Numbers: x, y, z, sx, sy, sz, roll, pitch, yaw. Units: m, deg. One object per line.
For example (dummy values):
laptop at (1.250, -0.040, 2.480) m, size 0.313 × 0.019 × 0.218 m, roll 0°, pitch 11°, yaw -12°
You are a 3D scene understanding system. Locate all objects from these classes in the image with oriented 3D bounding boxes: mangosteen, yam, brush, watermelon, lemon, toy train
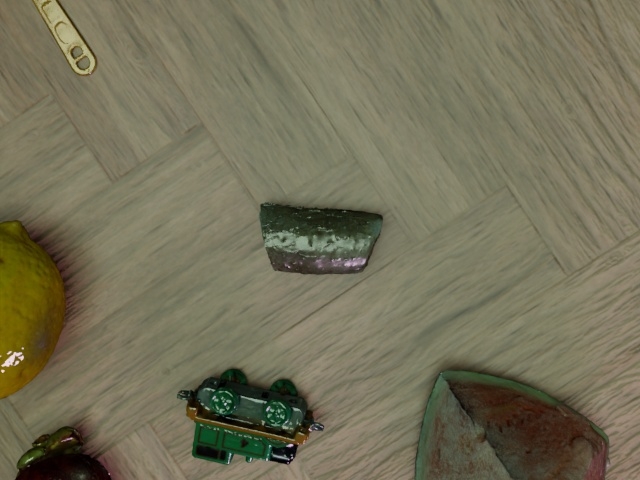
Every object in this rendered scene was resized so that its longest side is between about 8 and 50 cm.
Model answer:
mangosteen at (-0.398, 0.380, 1.732) m, size 0.166 × 0.166 × 0.180 m, roll -22°, pitch 67°, yaw 5°
yam at (0.000, 0.000, 1.696) m, size 0.183 × 0.107 × 0.107 m, roll 2°, pitch 95°, yaw 2°
brush at (-0.422, -0.369, 1.737) m, size 0.103 × 0.013 × 0.272 m, roll -31°, pitch 93°, yaw 6°
watermelon at (0.277, 0.373, 1.643) m, size 0.283 × 0.292 × 0.250 m, roll 7°, pitch 124°, yaw 2°
lemon at (-0.499, 0.106, 1.668) m, size 0.267 × 0.267 × 0.267 m, roll 0°, pitch 95°, yaw 4°
toy train at (-0.110, 0.278, 1.732) m, size 0.228 × 0.091 × 0.136 m, roll 14°, pitch 106°, yaw 1°
